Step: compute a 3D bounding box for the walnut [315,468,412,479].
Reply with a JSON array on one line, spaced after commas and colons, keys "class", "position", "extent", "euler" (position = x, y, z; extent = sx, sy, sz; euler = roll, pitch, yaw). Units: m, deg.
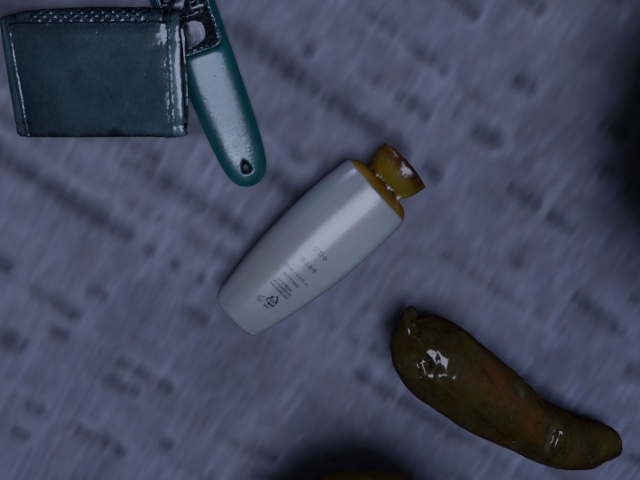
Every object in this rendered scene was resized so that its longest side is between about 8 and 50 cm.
[{"class": "walnut", "position": [0.044, 0.293, 0.624], "extent": [0.195, 0.195, 0.221], "euler": [-34, 104, 2]}]

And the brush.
[{"class": "brush", "position": [-0.081, -0.125, 0.539], "extent": [0.043, 0.032, 0.193], "euler": [-21, 109, -3]}]

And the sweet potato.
[{"class": "sweet potato", "position": [0.165, 0.146, 0.655], "extent": [0.273, 0.075, 0.075], "euler": [33, 100, -21]}]

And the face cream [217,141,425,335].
[{"class": "face cream", "position": [0.000, 0.000, 0.585], "extent": [0.182, 0.051, 0.072], "euler": [-42, 109, 7]}]

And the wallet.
[{"class": "wallet", "position": [-0.155, -0.117, 0.521], "extent": [0.129, 0.026, 0.088], "euler": [1, 109, 8]}]
